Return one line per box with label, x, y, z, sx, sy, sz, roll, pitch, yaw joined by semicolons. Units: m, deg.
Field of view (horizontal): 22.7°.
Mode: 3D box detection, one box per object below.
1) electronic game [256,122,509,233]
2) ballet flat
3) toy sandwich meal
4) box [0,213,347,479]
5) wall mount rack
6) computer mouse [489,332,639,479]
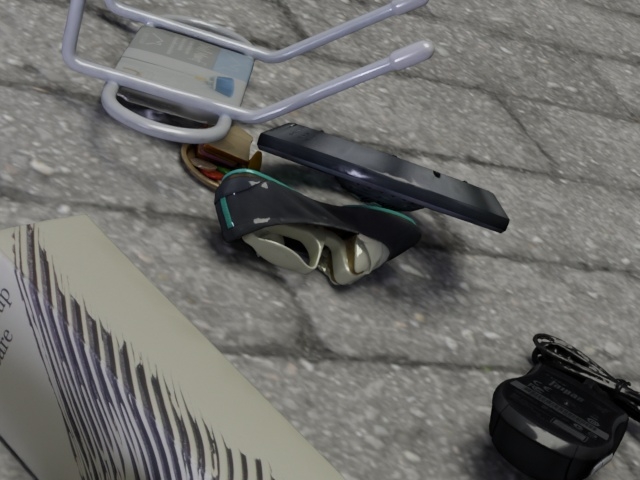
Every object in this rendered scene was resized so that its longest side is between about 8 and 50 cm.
electronic game;0.054;-0.051;1.383;0.229;0.048;0.229;20;3;-1
ballet flat;0.000;0.000;1.315;0.203;0.074;0.074;17;30;-34
toy sandwich meal;-0.082;-0.072;1.387;0.086;0.029;0.085;22;28;-13
box;-0.111;0.112;0.970;0.275;0.113;0.094;41;31;25
wall mount rack;-0.062;-0.185;1.435;0.304;0.130;0.350;15;22;-3
computer mouse;0.222;0.162;1.252;0.184;0.060;0.262;30;16;10
